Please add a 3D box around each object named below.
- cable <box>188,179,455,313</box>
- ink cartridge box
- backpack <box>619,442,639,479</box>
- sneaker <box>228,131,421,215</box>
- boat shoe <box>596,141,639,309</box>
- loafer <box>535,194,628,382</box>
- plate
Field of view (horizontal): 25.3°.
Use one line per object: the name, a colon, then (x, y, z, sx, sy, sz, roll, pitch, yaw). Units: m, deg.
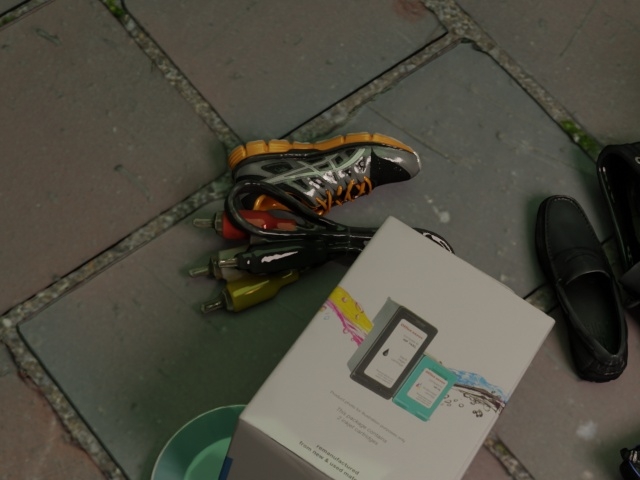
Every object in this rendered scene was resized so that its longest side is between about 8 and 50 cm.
cable: (0.000, 0.000, 1.553, 0.287, 0.072, 0.139, -4, 87, -15)
ink cartridge box: (0.061, 0.161, 1.380, 0.197, 0.198, 0.270, 33, 59, 8)
backpack: (0.373, 0.238, 1.447, 0.114, 0.084, 0.105, -28, 69, -12)
sneaker: (0.006, -0.066, 1.585, 0.215, 0.084, 0.083, -5, 66, 3)
boat shoe: (0.366, 0.028, 1.517, 0.113, 0.127, 0.340, 10, 58, -23)
loafer: (0.288, 0.043, 1.545, 0.076, 0.078, 0.223, -7, 63, -8)
plate: (-0.078, 0.256, 1.438, 0.188, 0.024, 0.188, 2, 62, -3)
